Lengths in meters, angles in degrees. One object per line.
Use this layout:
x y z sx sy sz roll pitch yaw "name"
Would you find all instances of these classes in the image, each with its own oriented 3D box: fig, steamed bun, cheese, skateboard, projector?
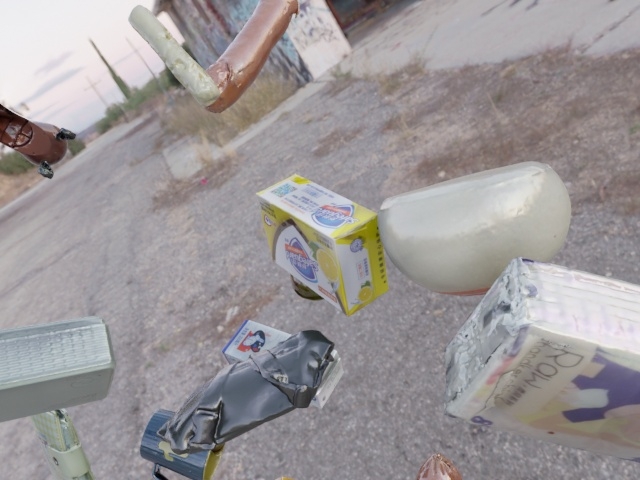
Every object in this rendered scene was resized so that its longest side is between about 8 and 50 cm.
0.002 0.081 1.432 0.124 0.124 0.236 -28 -7 14 "fig"
0.232 -0.008 0.871 0.282 0.177 0.283 -15 4 1 "steamed bun"
-0.238 -0.301 0.945 0.043 0.194 0.065 -40 -3 4 "cheese"
-0.387 -0.143 0.715 0.067 0.151 0.080 -59 32 0 "skateboard"
-0.460 0.204 0.891 0.256 0.099 0.192 -7 -28 -28 "projector"

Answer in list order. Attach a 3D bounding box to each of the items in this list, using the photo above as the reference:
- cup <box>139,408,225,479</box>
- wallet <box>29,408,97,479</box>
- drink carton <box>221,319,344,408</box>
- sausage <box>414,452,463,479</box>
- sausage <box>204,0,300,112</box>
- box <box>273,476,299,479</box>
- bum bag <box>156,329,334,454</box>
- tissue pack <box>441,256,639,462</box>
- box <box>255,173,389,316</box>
-0.303 0.461 1.260 0.131 0.155 0.177 51 -125 -80 "cup"
-0.711 0.567 1.591 0.223 0.310 0.077 10 29 43 "wallet"
-0.101 0.330 1.577 0.314 0.107 0.131 13 51 31 "drink carton"
0.157 0.521 0.875 0.087 0.434 0.088 6 13 -1 "sausage"
-0.151 -0.423 1.267 0.094 0.094 0.419 -29 30 45 "sausage"
-0.071 0.811 1.644 0.070 0.152 0.237 -38 38 41 "box"
-0.121 0.243 0.914 0.326 0.080 0.142 -30 28 8 "bum bag"
0.336 0.157 0.681 0.242 0.343 0.125 105 179 -51 "tissue pack"
0.000 0.000 1.060 0.097 0.168 0.265 -27 36 -25 "box"
